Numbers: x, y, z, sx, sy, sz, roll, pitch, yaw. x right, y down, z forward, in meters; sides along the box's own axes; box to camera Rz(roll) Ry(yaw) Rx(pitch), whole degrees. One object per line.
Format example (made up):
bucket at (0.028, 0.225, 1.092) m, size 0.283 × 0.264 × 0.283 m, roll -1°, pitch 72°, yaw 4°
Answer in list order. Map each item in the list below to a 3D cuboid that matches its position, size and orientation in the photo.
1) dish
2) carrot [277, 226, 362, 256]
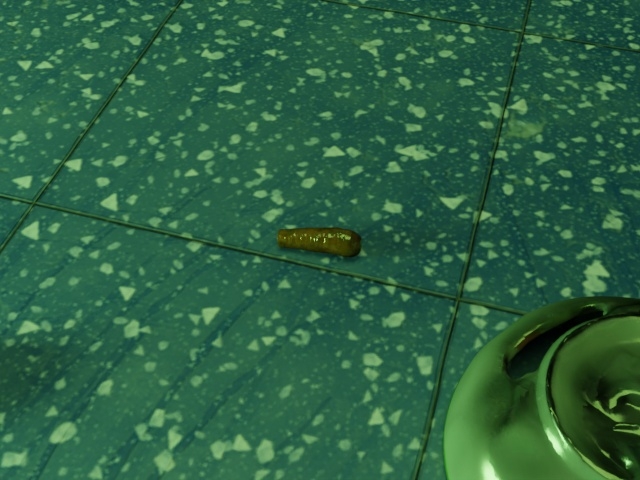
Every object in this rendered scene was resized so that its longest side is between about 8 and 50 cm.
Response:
dish at (0.273, 0.159, 0.724) m, size 0.324 × 0.124 × 0.324 m, roll 0°, pitch 48°, yaw 0°
carrot at (0.000, 0.000, 0.931) m, size 0.093 × 0.032 × 0.032 m, roll 5°, pitch 48°, yaw 10°
